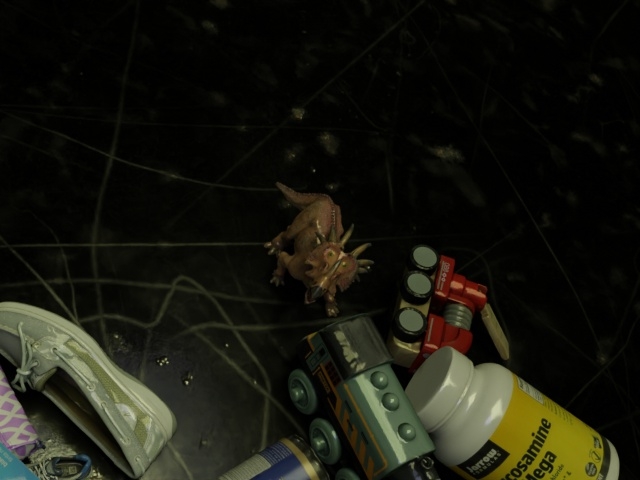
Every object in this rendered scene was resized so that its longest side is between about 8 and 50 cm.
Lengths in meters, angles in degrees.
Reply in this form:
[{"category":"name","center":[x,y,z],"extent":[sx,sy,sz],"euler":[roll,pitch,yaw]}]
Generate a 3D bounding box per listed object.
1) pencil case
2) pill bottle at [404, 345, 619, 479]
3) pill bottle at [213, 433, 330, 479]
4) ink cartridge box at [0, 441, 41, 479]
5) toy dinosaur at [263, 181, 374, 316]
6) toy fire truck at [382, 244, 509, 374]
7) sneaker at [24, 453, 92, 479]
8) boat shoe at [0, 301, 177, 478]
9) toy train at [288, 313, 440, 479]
[{"category":"pencil case","center":[-0.467,0.223,1.298],"extent":[0.086,0.088,0.206],"euler":[-35,73,-3]},{"category":"pill bottle","center":[0.302,0.321,1.529],"extent":[0.334,0.188,0.188],"euler":[35,50,-9]},{"category":"pill bottle","center":[-0.099,0.381,1.341],"extent":[0.219,0.123,0.122],"euler":[-28,74,-23]},{"category":"ink cartridge box","center":[-0.458,0.396,1.116],"extent":[0.197,0.198,0.270],"euler":[42,50,4]},{"category":"toy dinosaur","center":[0.000,0.000,1.606],"extent":[0.127,0.200,0.295],"euler":[5,56,-23]},{"category":"toy fire truck","center":[0.241,0.156,1.675],"extent":[0.246,0.158,0.217],"euler":[18,51,-2]},{"category":"sneaker","center":[-0.380,0.320,1.296],"extent":[0.135,0.058,0.052],"euler":[-11,64,-31]},{"category":"boat shoe","center":[-0.356,0.210,1.347],"extent":[0.320,0.118,0.103],"euler":[41,46,-6]},{"category":"toy train","center":[0.067,0.275,1.462],"extent":[0.142,0.190,0.334],"euler":[-14,66,-32]}]
